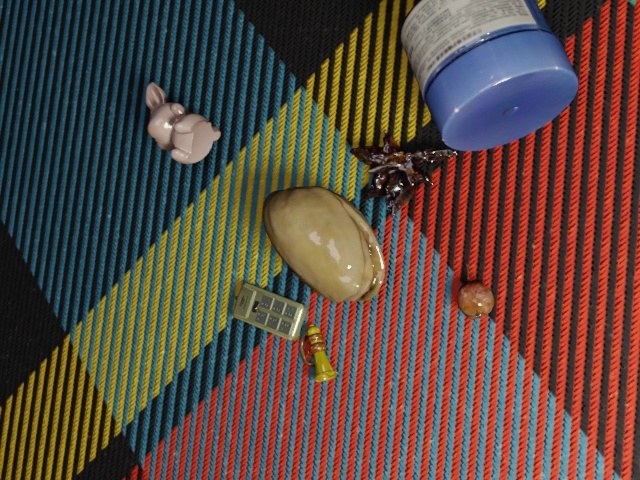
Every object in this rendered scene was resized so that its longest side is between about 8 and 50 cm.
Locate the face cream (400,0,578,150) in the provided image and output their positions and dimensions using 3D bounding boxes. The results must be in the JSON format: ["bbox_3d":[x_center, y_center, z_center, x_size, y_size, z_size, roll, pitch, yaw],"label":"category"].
[{"bbox_3d":[0.284,-0.309,1.871,0.249,0.249,0.225,-28,68,23],"label":"face cream"}]

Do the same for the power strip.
[{"bbox_3d":[-0.106,0.136,2.142,0.169,0.028,0.076,19,91,32],"label":"power strip"}]

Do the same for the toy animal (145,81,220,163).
[{"bbox_3d":[-0.316,-0.239,2.295,0.212,0.124,0.124,31,96,38],"label":"toy animal"}]

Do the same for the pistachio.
[{"bbox_3d":[0.000,0.000,2.031,0.293,0.162,0.181,41,119,26],"label":"pistachio"}]

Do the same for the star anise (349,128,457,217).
[{"bbox_3d":[0.140,-0.120,2.033,0.212,0.053,0.157,20,90,30],"label":"star anise"}]

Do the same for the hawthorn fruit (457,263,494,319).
[{"bbox_3d":[0.264,0.087,1.913,0.066,0.067,0.103,-28,65,23],"label":"hawthorn fruit"}]

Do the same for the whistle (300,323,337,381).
[{"bbox_3d":[-0.006,0.214,2.071,0.046,0.057,0.109,-9,58,-17],"label":"whistle"}]
